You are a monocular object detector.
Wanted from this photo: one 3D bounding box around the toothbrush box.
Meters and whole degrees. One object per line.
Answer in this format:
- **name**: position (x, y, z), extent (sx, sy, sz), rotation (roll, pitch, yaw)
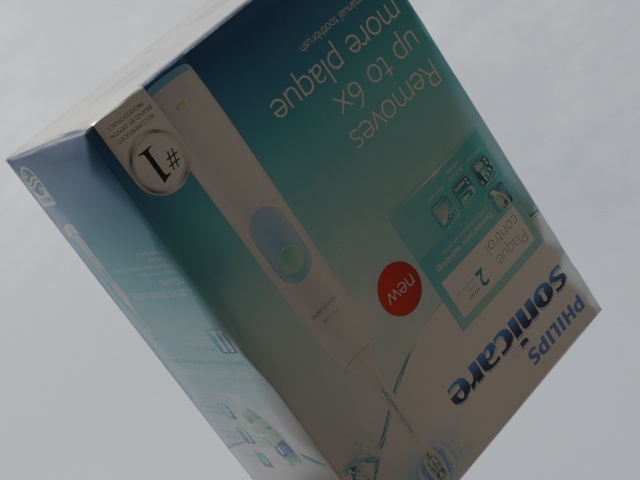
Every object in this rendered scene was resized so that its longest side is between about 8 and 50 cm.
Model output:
- **toothbrush box**: position (0.000, 0.000, 0.738), extent (0.216, 0.126, 0.295), rotation (-43, -70, -28)
